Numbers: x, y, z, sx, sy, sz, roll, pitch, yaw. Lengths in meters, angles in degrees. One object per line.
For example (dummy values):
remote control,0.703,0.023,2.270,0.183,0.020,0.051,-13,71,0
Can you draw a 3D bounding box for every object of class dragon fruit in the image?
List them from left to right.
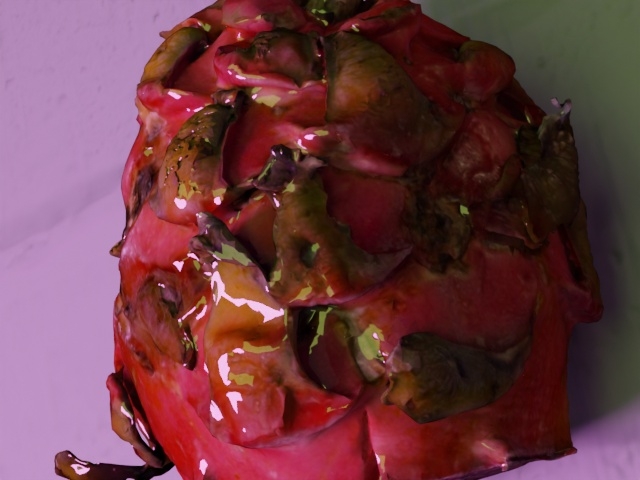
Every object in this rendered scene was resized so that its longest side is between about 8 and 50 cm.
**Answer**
dragon fruit,0.000,0.000,0.683,0.269,0.250,0.291,-34,69,51
